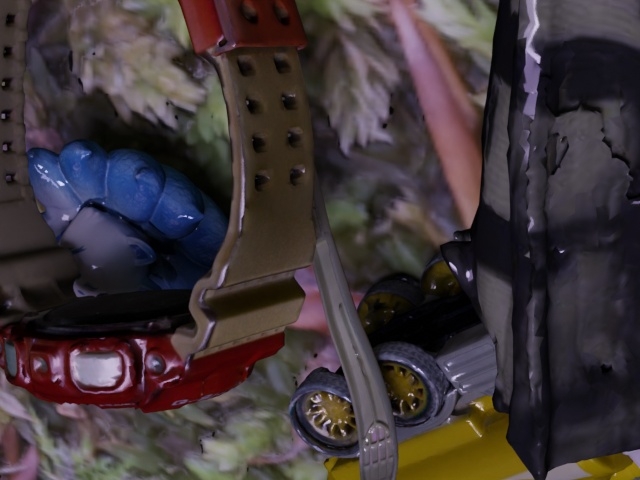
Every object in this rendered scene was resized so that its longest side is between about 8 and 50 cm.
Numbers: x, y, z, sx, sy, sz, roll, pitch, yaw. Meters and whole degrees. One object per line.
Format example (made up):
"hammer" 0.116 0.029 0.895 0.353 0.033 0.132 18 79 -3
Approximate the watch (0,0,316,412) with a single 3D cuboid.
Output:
"watch" -0.079 -0.066 0.590 0.164 0.102 0.269 12 104 33

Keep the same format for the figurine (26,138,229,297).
"figurine" -0.084 0.002 0.691 0.114 0.079 0.114 13 119 23

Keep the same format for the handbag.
"handbag" 0.206 -0.076 0.407 0.325 0.162 0.327 9 117 9

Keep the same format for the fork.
"fork" -0.004 -0.001 0.602 0.034 0.028 0.220 -22 72 33

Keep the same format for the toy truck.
"toy truck" 0.088 0.059 0.632 0.227 0.098 0.114 -28 104 38
